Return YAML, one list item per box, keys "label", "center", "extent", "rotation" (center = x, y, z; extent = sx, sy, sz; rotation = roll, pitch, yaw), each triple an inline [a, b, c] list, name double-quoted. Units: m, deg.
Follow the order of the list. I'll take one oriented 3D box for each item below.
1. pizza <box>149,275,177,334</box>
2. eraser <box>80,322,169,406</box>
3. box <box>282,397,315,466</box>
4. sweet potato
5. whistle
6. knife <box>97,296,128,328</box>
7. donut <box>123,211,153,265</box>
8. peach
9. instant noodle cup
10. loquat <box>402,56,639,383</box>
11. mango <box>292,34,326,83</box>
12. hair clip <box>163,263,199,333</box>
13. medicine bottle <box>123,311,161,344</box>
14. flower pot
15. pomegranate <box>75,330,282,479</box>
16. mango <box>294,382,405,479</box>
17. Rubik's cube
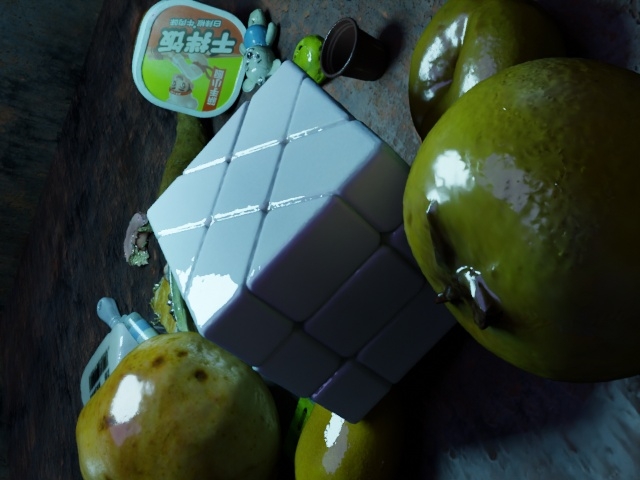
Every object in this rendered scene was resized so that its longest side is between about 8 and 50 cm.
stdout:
- label: "pizza"
  center: [-0.350, 0.124, 1.902]
  extent: [0.287, 0.075, 0.280]
  rotation: [-7, 70, 59]
- label: "eraser"
  center: [-0.497, 0.354, 1.983]
  extent: [0.331, 0.149, 0.332]
  rotation: [-26, 57, 51]
- label: "box"
  center: [-0.002, 0.310, 1.320]
  extent: [0.121, 0.030, 0.193]
  rotation: [37, 112, 56]
- label: "sweet potato"
  center: [-0.341, -0.173, 1.927]
  extent: [0.130, 0.130, 0.423]
  rotation: [-22, 61, 54]
- label: "whistle"
  center: [-0.143, -0.445, 1.750]
  extent: [0.114, 0.077, 0.236]
  rotation: [-27, 52, 29]
- label: "knife"
  center: [-0.594, 0.255, 2.280]
  extent: [0.331, 0.044, 0.080]
  rotation: [34, 102, 50]
- label: "donut"
  center: [-0.522, -0.014, 2.219]
  extent: [0.166, 0.065, 0.117]
  rotation: [-62, 37, 23]
- label: "peach"
  center: [0.216, -0.219, 1.037]
  extent: [0.251, 0.153, 0.251]
  rotation: [-35, 46, 45]
- label: "instant noodle cup"
  center: [-0.347, -0.476, 1.930]
  extent: [0.294, 0.293, 0.308]
  rotation: [-70, 25, 13]
- label: "loquat"
  center: [0.264, -0.028, 0.770]
  extent: [0.328, 0.359, 0.328]
  rotation: [46, 156, 27]
- label: "mango"
  center: [-0.020, -0.352, 1.527]
  extent: [0.165, 0.074, 0.091]
  rotation: [162, 109, -68]
- label: "hair clip"
  center: [-0.283, 0.160, 1.688]
  extent: [0.091, 0.138, 0.322]
  rotation: [-33, 57, 27]
- label: "medicine bottle"
  center: [-0.392, 0.262, 1.847]
  extent: [0.053, 0.090, 0.208]
  rotation: [-43, 72, -11]
- label: "flower pot"
  center: [0.066, -0.331, 1.362]
  extent: [0.111, 0.089, 0.111]
  rotation: [-23, 61, 52]
- label: "pomegranate"
  center: [-0.238, 0.346, 1.411]
  extent: [0.410, 0.409, 0.411]
  rotation: [-25, 60, 53]
- label: "mango"
  center: [0.050, 0.293, 1.142]
  extent: [0.175, 0.139, 0.255]
  rotation: [13, 85, 52]
- label: "Rubik's cube"
  center: [0.000, 0.000, 1.067]
  extent: [0.319, 0.316, 0.322]
  rotation: [-47, 37, 7]
